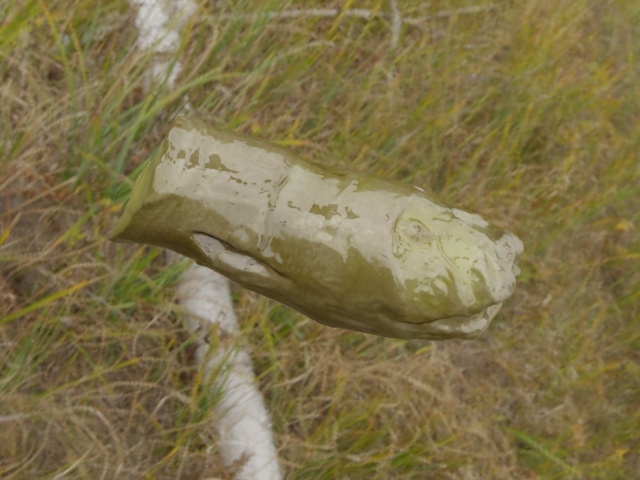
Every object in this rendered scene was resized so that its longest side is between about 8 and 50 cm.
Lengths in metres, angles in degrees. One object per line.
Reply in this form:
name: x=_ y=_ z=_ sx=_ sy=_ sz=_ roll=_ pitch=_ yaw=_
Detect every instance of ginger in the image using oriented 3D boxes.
ginger: x=0.000 y=0.000 z=0.639 sx=0.263 sy=0.109 sz=0.116 roll=17 pitch=16 yaw=-5
